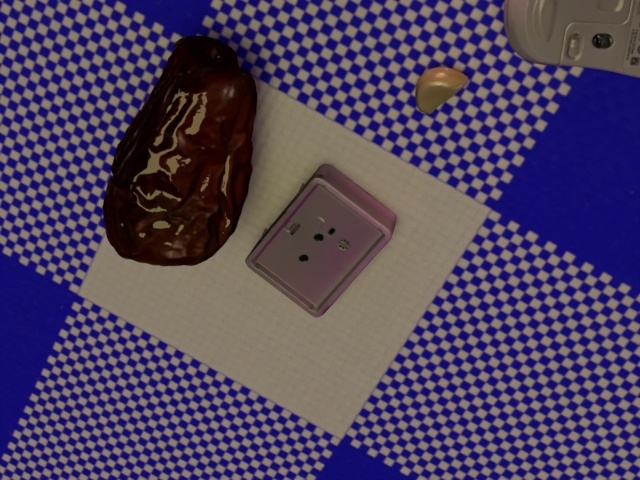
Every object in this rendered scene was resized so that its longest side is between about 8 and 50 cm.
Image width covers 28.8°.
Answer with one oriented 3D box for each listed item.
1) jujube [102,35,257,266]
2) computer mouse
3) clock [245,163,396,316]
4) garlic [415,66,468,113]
[{"bbox_3d":[-0.192,-0.122,1.784,0.216,0.216,0.342,19,114,4],"label":"jujube"},{"bbox_3d":[0.380,-0.298,1.595,0.297,0.121,0.184,0,115,-1],"label":"computer mouse"},{"bbox_3d":[0.000,0.000,1.871,0.150,0.063,0.197,37,119,-6],"label":"clock"},{"bbox_3d":[0.161,-0.213,1.738,0.053,0.041,0.083,33,128,-18],"label":"garlic"}]
